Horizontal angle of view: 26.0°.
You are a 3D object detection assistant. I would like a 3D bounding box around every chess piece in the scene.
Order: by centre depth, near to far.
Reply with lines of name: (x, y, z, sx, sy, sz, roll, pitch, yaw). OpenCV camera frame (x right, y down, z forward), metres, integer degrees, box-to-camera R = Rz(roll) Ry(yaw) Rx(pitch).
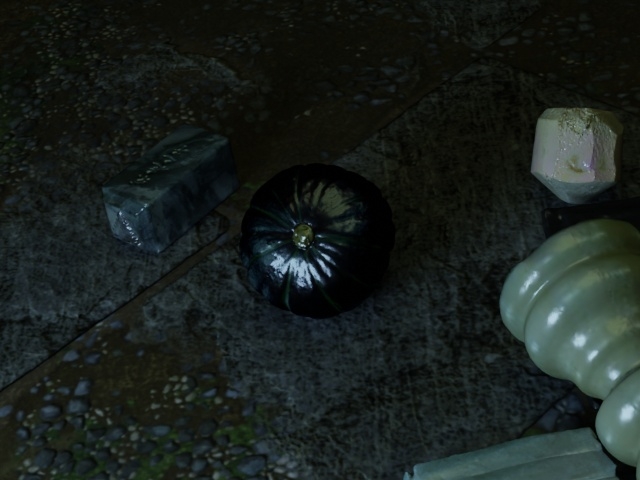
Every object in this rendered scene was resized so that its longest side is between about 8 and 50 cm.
chess piece: (0.335, 0.149, 1.416, 0.182, 0.182, 0.330, -19, 52, -13)

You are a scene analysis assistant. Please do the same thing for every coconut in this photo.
coconut: (0.329, -0.107, 1.785, 0.116, 0.122, 0.116, 3, 2, 0)

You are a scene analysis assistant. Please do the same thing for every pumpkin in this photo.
pumpkin: (-0.005, -0.002, 1.673, 0.194, 0.194, 0.150, -8, 10, 1)

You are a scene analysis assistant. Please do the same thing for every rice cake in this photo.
rice cake: (0.199, 0.259, 1.420, 0.211, 0.038, 0.124, -15, 40, -7)

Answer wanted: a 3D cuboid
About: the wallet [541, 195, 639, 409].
wallet: (0.398, 0.058, 1.624, 0.247, 0.041, 0.323, -9, 42, 1)

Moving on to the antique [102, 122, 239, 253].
antique: (-0.203, -0.068, 1.856, 0.088, 0.086, 0.183, 21, 48, 32)
